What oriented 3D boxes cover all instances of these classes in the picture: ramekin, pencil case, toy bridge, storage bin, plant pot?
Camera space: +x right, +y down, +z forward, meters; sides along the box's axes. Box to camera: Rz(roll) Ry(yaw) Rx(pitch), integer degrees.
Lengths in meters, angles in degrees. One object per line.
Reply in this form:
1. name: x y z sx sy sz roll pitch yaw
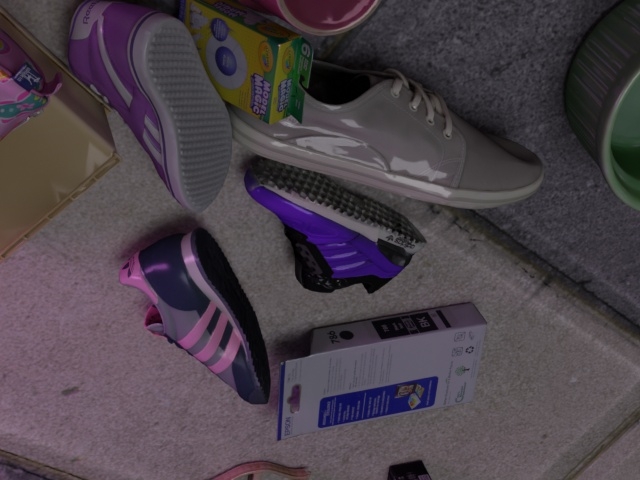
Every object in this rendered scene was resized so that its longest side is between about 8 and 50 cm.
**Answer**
1. ramekin: 0.483 -0.199 1.568 0.303 0.148 0.303 -11 128 -15
2. pencil case: -0.389 -0.093 1.140 0.284 0.124 0.124 -44 129 9
3. toy bridge: -0.104 0.382 1.832 0.188 0.026 0.063 -5 125 -20
4. storage bin: -0.404 -0.117 1.275 0.260 0.123 0.262 -39 130 9
5. plant pot: -0.015 -0.318 1.250 0.201 0.180 0.201 -11 127 -15

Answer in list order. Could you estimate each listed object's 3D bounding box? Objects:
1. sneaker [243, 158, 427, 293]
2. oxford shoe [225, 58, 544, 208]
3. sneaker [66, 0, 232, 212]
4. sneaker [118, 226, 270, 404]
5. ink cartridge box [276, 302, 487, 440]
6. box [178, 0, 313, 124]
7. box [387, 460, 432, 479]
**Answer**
1. sneaker: 0.001 0.001 1.544 0.293 0.102 0.146 24 113 -34
2. oxford shoe: 0.102 -0.143 1.446 0.449 0.169 0.130 12 118 -24
3. sneaker: -0.200 -0.161 1.330 0.102 0.161 0.282 -50 145 -32
4. sneaker: -0.164 0.115 1.575 0.131 0.112 0.319 -15 128 10
5. ink cartridge box: 0.083 0.197 1.750 0.333 0.065 0.165 -8 127 -19
6. box: -0.087 -0.205 1.308 0.043 0.179 0.105 -32 141 -44
7. box: 0.149 0.424 1.951 0.062 0.052 0.083 -6 127 -17
